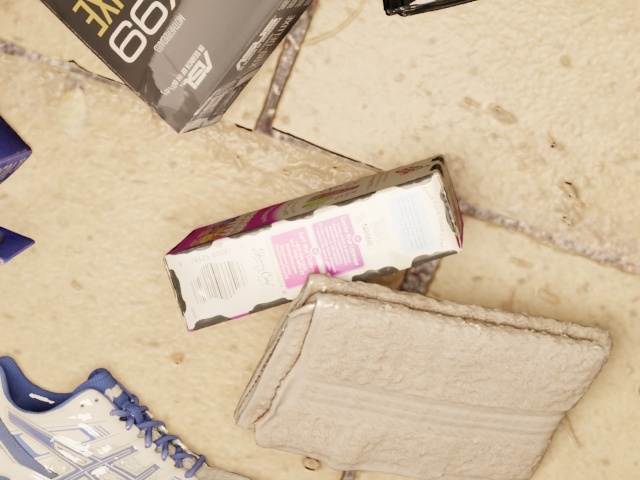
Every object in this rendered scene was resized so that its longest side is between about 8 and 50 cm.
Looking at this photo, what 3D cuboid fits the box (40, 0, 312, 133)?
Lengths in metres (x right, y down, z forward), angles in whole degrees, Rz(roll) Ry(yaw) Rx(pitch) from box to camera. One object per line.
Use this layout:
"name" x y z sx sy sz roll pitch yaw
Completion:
"box" -0.097 -0.278 1.449 0.242 0.076 0.307 45 114 9

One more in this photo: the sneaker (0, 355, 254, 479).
"sneaker" -0.177 0.183 1.560 0.297 0.112 0.131 13 98 3

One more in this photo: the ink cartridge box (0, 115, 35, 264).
"ink cartridge box" -0.405 -0.112 1.458 0.151 0.270 0.395 -40 93 11

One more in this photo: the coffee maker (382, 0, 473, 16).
"coffee maker" 0.073 -0.276 1.481 0.171 0.120 0.178 -8 96 25

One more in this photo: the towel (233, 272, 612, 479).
"towel" 0.084 0.121 1.477 0.282 0.049 0.187 10 132 -18

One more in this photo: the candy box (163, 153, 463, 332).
"candy box" 0.000 0.000 1.494 0.233 0.159 0.071 -17 97 8
